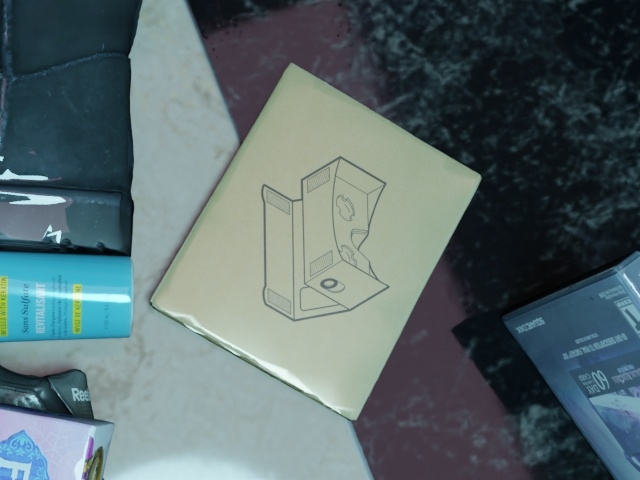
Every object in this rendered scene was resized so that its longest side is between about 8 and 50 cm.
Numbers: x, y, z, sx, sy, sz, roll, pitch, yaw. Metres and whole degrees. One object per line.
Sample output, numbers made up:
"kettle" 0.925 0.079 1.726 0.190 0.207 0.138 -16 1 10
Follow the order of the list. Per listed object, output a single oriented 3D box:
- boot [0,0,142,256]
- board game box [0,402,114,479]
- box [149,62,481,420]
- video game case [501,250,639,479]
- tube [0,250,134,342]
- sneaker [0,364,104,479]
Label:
"boot" -0.288 -0.220 0.968 0.367 0.146 0.445 4 84 -19
"board game box" -0.310 0.235 0.890 0.318 0.066 0.318 9 85 4
"box" 0.000 0.000 1.050 0.164 0.021 0.201 30 77 -4
"video game case" 0.238 0.142 0.977 0.026 0.196 0.274 -34 88 -18
"tube" -0.222 0.035 0.937 0.207 0.052 0.080 0 105 -11
"sneaker" -0.175 0.140 0.968 0.234 0.078 0.106 45 79 2
